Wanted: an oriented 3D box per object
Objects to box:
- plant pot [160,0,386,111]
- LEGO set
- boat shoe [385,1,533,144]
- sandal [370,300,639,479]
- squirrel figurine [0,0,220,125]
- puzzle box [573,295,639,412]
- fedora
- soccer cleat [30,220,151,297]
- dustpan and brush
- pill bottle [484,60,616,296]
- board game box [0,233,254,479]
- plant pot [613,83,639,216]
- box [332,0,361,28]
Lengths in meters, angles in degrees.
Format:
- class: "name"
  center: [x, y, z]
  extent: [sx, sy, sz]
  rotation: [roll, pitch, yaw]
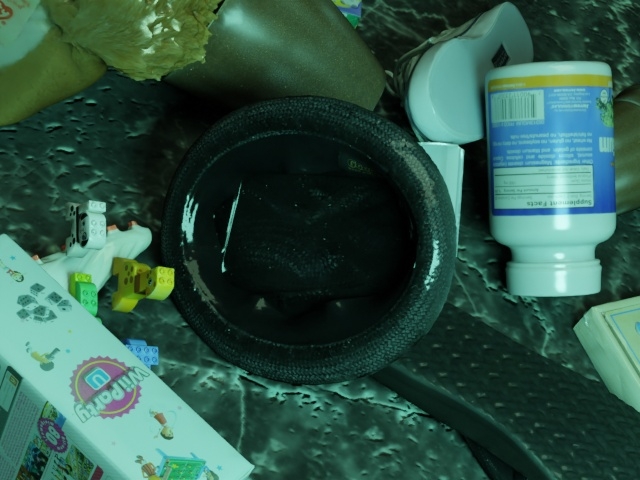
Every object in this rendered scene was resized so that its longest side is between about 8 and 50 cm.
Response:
- class: "plant pot"
  center: [-0.042, -0.224, 1.585]
  extent: [0.230, 0.215, 0.215]
  rotation: [33, 46, -17]
- class: "LEGO set"
  center: [-0.196, 0.066, 1.292]
  extent: [0.087, 0.093, 0.227]
  rotation: [8, 72, -38]
- class: "boat shoe"
  center: [0.152, -0.206, 1.679]
  extent: [0.135, 0.156, 0.367]
  rotation: [62, 33, -16]
- class: "sandal"
  center: [0.227, 0.209, 1.419]
  extent: [0.446, 0.107, 0.167]
  rotation: [36, 48, 23]
- class: "squirrel figurine"
  center: [-0.270, -0.318, 1.492]
  extent: [0.397, 0.281, 0.370]
  rotation: [2, 28, 8]
- class: "puzzle box"
  center: [0.509, 0.232, 1.546]
  extent: [0.272, 0.052, 0.409]
  rotation: [-11, 59, -30]
- class: "fedora"
  center: [0.000, 0.000, 1.403]
  extent: [0.334, 0.334, 0.152]
  rotation: [47, 16, 16]
- class: "soccer cleat"
  center: [-0.252, 0.038, 1.361]
  extent: [0.196, 0.068, 0.076]
  rotation: [-26, 96, -44]
- class: "dustpan and brush"
  center: [0.058, -0.050, 1.547]
  extent: [0.211, 0.147, 0.060]
  rotation: [7, 15, 18]
- class: "pill bottle"
  center: [0.276, -0.072, 1.551]
  extent: [0.152, 0.152, 0.272]
  rotation: [-4, 93, -27]
- class: "board game box"
  center: [-0.229, 0.177, 1.144]
  extent: [0.303, 0.224, 0.097]
  rotation: [42, 46, 11]
- class: "plant pot"
  center: [0.378, -0.101, 1.693]
  extent: [0.165, 0.167, 0.167]
  rotation: [-23, 65, -27]
- class: "box"
  center: [0.006, -0.372, 1.814]
  extent: [0.105, 0.043, 0.179]
  rotation: [14, 47, -14]
